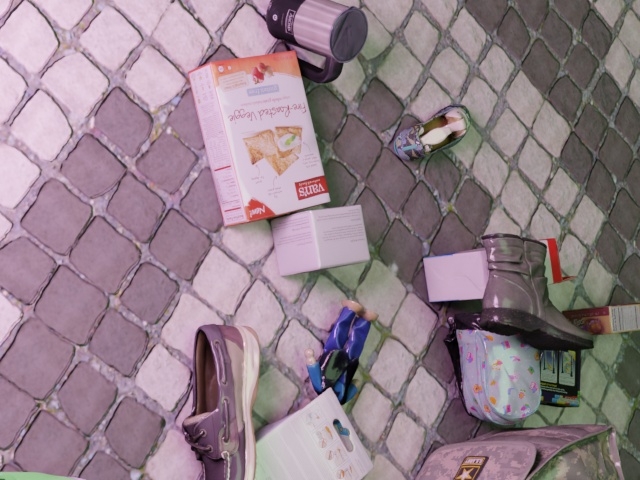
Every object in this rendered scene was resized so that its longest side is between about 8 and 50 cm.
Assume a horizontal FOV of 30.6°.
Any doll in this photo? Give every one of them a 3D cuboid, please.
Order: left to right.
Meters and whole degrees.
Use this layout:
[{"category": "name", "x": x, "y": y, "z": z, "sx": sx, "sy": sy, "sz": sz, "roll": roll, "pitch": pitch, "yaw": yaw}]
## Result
[{"category": "doll", "x": 0.024, "y": 0.185, "z": 1.750, "sx": 0.129, "sy": 0.046, "sz": 0.189, "roll": 32, "pitch": 72, "yaw": -41}]

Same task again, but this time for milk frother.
[{"category": "milk frother", "x": 0.016, "y": -0.316, "z": 1.756, "sx": 0.143, "sy": 0.135, "sz": 0.129, "roll": -34, "pitch": 136, "yaw": -33}]

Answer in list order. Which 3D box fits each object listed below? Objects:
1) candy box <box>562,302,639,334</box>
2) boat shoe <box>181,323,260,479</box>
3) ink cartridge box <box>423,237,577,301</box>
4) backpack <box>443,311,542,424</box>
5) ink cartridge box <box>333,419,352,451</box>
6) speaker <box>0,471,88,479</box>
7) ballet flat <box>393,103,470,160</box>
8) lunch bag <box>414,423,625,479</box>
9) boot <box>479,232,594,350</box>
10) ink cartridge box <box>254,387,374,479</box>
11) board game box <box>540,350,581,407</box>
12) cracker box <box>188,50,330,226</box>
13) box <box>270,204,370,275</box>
[{"category": "candy box", "x": 0.541, "y": 0.141, "z": 2.124, "sx": 0.187, "sy": 0.109, "sz": 0.053, "roll": -1, "pitch": 84, "yaw": -38}, {"category": "boat shoe", "x": -0.142, "y": 0.250, "z": 1.582, "sx": 0.092, "sy": 0.103, "sz": 0.285, "roll": 13, "pitch": 72, "yaw": -31}, {"category": "ink cartridge box", "x": 0.300, "y": 0.046, "z": 1.930, "sx": 0.231, "sy": 0.134, "sz": 0.078, "roll": -9, "pitch": 90, "yaw": -39}, {"category": "backpack", "x": 0.286, "y": 0.206, "z": 1.891, "sx": 0.152, "sy": 0.115, "sz": 0.181, "roll": 0, "pitch": 84, "yaw": -15}, {"category": "ink cartridge box", "x": 0.003, "y": 0.303, "z": 1.729, "sx": 0.083, "sy": 0.028, "sz": 0.048, "roll": -20, "pitch": 97, "yaw": -38}, {"category": "speaker", "x": -0.391, "y": 0.336, "z": 1.354, "sx": 0.297, "sy": 0.131, "sz": 0.131, "roll": 9, "pitch": 78, "yaw": -37}, {"category": "ballet flat", "x": 0.203, "y": -0.179, "z": 1.931, "sx": 0.188, "sy": 0.070, "sz": 0.070, "roll": -33, "pitch": 104, "yaw": -37}, {"category": "lunch bag", "x": 0.292, "y": 0.386, "z": 1.811, "sx": 0.287, "sy": 0.235, "sz": 0.168, "roll": -12, "pitch": 89, "yaw": -40}, {"category": "boot", "x": 0.345, "y": 0.079, "z": 1.830, "sx": 0.247, "sy": 0.083, "sz": 0.161, "roll": 20, "pitch": 68, "yaw": -37}, {"category": "ink cartridge box", "x": -0.027, "y": 0.317, "z": 1.679, "sx": 0.179, "sy": 0.045, "sz": 0.145, "roll": -34, "pitch": 100, "yaw": -32}, {"category": "board game box", "x": 0.377, "y": 0.211, "z": 2.025, "sx": 0.170, "sy": 0.048, "sz": 0.141, "roll": 14, "pitch": 73, "yaw": -36}, {"category": "cracker box", "x": -0.087, "y": -0.149, "z": 1.696, "sx": 0.156, "sy": 0.067, "sz": 0.232, "roll": -16, "pitch": 94, "yaw": -38}, {"category": "box", "x": 0.000, "y": 0.000, "z": 1.722, "sx": 0.101, "sy": 0.102, "sz": 0.087, "roll": -8, "pitch": 87, "yaw": -39}]
